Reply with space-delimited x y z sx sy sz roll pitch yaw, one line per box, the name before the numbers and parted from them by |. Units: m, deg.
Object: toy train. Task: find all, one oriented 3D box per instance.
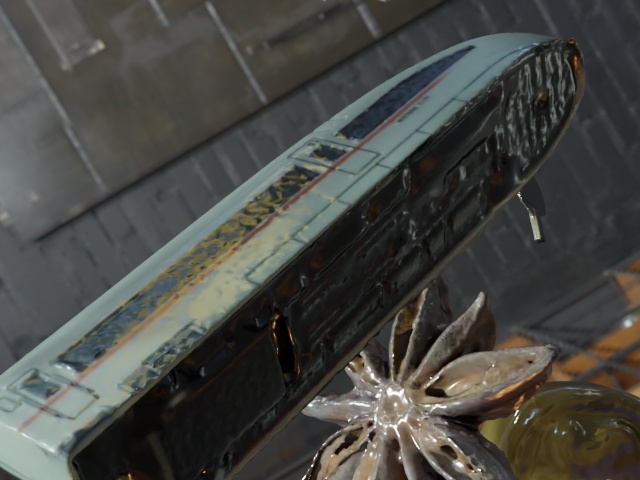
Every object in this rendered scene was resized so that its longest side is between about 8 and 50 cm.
toy train | 0.000 0.000 0.685 0.088 0.407 0.086 17 133 36

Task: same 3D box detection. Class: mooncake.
mooncake | 0.266 0.247 1.367 0.234 0.235 0.117 60 174 -8

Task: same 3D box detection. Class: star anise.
star anise | 0.061 0.098 0.786 0.065 0.195 0.182 19 -126 -44

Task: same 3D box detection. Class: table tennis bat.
table tennis bat | 0.185 -0.033 1.178 0.050 0.007 0.083 34 -142 -43

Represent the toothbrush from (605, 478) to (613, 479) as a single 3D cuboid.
toothbrush | 0.180 0.168 0.770 0.013 0.011 0.131 13 152 34
